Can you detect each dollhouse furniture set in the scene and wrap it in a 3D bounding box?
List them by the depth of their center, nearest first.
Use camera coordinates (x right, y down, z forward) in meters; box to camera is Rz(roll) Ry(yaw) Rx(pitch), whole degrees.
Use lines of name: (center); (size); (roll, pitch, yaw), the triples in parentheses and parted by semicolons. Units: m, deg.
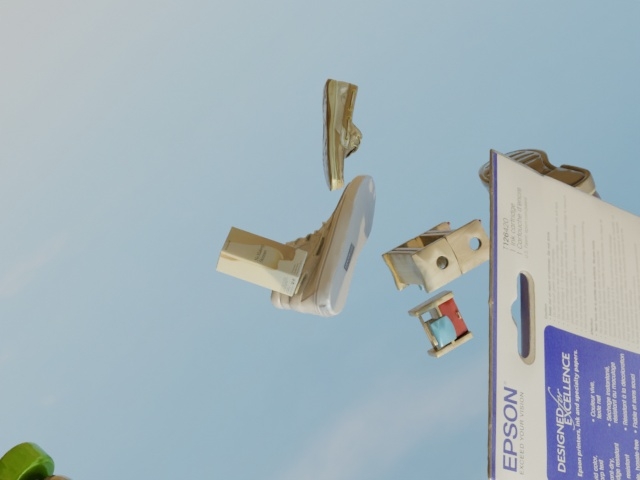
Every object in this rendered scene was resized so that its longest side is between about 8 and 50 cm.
dollhouse furniture set: (0.209, 0.076, 1.753); (0.129, 0.184, 0.129); (-28, -172, -16)

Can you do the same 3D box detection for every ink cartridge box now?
ink cartridge box: (0.252, 0.104, 1.034); (0.072, 0.307, 0.304); (-30, -132, 52)

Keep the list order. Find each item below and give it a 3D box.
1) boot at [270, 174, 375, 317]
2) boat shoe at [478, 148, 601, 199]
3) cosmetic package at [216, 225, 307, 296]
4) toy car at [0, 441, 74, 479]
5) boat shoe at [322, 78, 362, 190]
boot: (0.000, 0.000, 1.809); (0.123, 0.095, 0.258); (5, -122, 26)
boat shoe: (0.328, -0.061, 1.694); (0.110, 0.105, 0.307); (-27, -162, -3)
cosmetic package: (-0.082, 0.029, 1.560); (0.060, 0.115, 0.041); (-73, -178, -50)
toy car: (-0.256, 0.299, 0.948); (0.155, 0.149, 0.188); (35, -118, 26)
boat shoe: (0.027, -0.124, 1.305); (0.050, 0.045, 0.135); (128, -37, -77)
